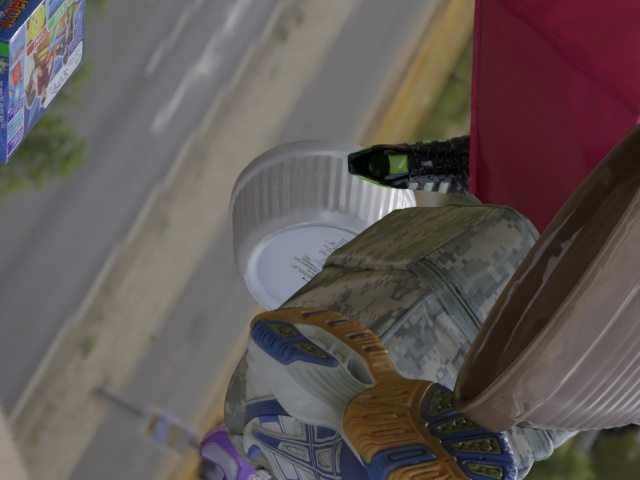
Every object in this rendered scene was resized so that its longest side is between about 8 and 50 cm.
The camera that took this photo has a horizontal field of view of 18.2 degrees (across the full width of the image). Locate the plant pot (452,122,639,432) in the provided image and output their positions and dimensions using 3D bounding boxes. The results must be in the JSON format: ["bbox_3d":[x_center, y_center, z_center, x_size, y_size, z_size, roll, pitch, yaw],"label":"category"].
[{"bbox_3d":[0.195,0.041,1.281,0.237,0.110,0.237,-54,-176,5],"label":"plant pot"}]

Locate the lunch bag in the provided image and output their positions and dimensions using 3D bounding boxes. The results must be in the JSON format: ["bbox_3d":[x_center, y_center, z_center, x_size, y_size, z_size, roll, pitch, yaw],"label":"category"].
[{"bbox_3d":[0.066,0.117,1.668,0.256,0.212,0.305,-34,-168,-15],"label":"lunch bag"}]

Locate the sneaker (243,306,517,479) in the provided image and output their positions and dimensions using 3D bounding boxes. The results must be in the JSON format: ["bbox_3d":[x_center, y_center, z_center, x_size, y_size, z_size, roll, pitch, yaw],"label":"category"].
[{"bbox_3d":[0.038,0.159,1.406,0.112,0.296,0.131,0,112,-28],"label":"sneaker"}]

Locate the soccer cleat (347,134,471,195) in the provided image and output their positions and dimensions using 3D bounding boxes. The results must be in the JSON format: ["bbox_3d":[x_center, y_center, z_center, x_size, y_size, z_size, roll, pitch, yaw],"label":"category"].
[{"bbox_3d":[0.108,-0.074,1.990,0.072,0.179,0.060,-1,90,-51],"label":"soccer cleat"}]

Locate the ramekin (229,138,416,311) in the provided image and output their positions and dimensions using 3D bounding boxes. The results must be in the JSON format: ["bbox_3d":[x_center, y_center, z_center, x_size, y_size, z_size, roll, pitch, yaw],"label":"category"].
[{"bbox_3d":[0.000,0.000,2.175,0.109,0.207,0.207,-86,-172,-45],"label":"ramekin"}]

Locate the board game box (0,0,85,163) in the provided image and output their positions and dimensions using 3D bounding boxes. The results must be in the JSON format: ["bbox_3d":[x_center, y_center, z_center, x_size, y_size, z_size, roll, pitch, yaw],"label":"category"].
[{"bbox_3d":[-0.274,-0.183,1.903,0.201,0.035,0.136,-64,165,-53],"label":"board game box"}]

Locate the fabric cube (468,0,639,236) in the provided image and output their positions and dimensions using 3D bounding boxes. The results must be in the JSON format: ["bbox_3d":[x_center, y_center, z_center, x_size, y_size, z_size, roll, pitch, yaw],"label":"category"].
[{"bbox_3d":[0.305,-0.107,1.763,0.259,0.258,0.254,-19,130,-19],"label":"fabric cube"}]

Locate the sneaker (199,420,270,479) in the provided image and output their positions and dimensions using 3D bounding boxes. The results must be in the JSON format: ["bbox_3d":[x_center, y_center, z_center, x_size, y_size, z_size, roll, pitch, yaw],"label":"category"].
[{"bbox_3d":[-0.057,0.277,2.056,0.104,0.236,0.095,-21,-168,-1],"label":"sneaker"}]
